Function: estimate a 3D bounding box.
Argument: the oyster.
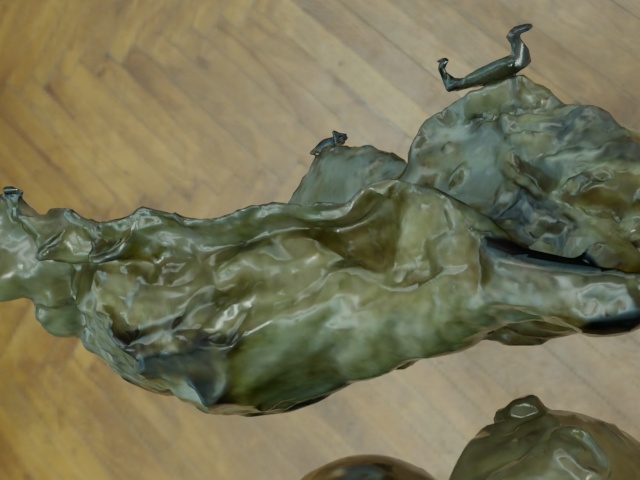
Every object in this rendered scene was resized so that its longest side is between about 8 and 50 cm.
[{"bbox_3d":[0.005,0.000,0.489,0.337,0.198,0.133,-11,102,33],"label":"oyster"}]

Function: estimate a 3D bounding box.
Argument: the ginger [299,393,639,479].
[{"bbox_3d":[0.125,0.222,0.460,0.375,0.176,0.256,44,141,16],"label":"ginger"}]
